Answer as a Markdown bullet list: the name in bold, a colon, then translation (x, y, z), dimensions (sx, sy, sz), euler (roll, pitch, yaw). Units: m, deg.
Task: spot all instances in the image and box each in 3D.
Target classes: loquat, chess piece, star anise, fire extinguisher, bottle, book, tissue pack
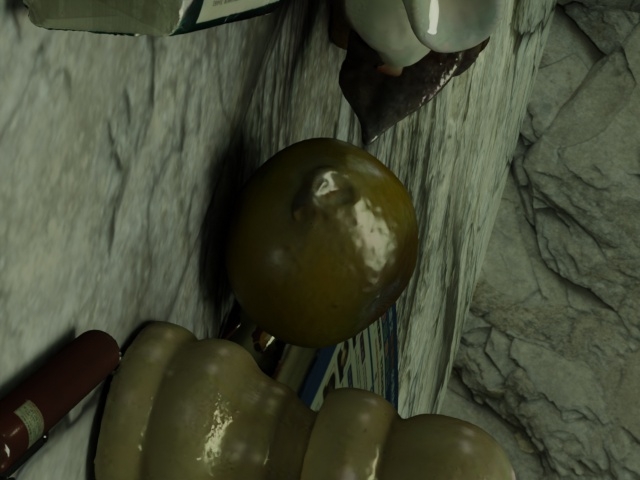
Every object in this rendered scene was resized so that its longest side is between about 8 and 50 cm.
- **loquat**: translation (0.000, 0.000, 1.038), dimensions (0.195, 0.152, 0.152), euler (108, 1, -66)
- **chess piece**: translation (-0.004, 0.145, 0.902), dimensions (0.143, 0.261, 0.142), euler (11, 90, -80)
- **star anise**: translation (0.093, -0.217, 1.151), dimensions (0.315, 0.108, 0.315), euler (-61, 167, -25)
- **fire extinguisher**: translation (-0.153, 0.095, 0.719), dimensions (0.049, 0.035, 0.173), euler (-40, -177, 22)
- **bottle**: translation (-0.055, 0.093, 1.117), dimensions (0.047, 0.063, 0.101), euler (-40, -156, 59)
- **book**: translation (0.007, 0.180, 1.222), dimensions (0.428, 0.039, 0.300), euler (-64, 155, -55)
- **tissue pack**: translation (-0.070, -0.154, 0.674), dimensions (0.170, 0.091, 0.103), euler (-45, 147, -72)

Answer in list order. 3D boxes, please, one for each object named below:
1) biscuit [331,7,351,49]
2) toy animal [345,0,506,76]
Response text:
- **biscuit**: translation (0.044, -0.298, 1.169), dimensions (0.183, 0.047, 0.319), euler (-55, 157, -53)
- **toy animal**: translation (0.060, -0.275, 0.868), dimensions (0.310, 0.247, 0.183), euler (-53, -169, -35)
